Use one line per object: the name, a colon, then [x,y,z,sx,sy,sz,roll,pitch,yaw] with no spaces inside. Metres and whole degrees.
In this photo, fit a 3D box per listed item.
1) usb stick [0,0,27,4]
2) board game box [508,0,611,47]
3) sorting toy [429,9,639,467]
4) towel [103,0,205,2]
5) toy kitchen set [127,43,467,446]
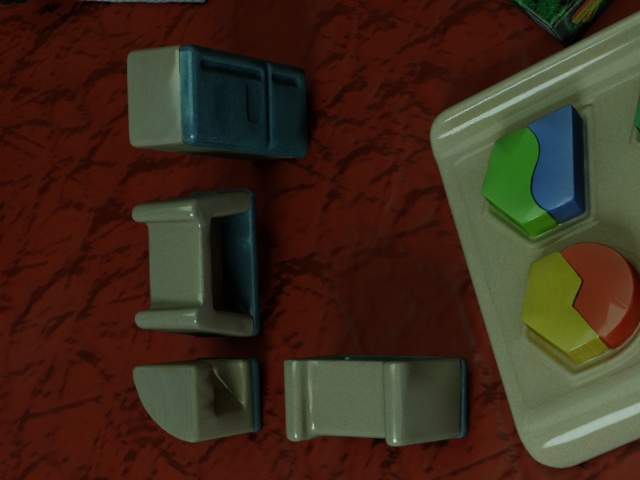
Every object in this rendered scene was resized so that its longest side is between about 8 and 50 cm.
usb stick: [-0.112,-0.248,0.960,0.278,0.045,0.077,-31,64,19]
board game box: [0.178,-0.241,0.835,0.260,0.030,0.136,-48,56,5]
sorting toy: [0.159,-0.016,0.743,0.193,0.038,0.208,-26,59,19]
towel: [-0.128,-0.323,1.045,0.243,0.040,0.336,8,74,34]
toy kitchen set: [0.000,0.000,0.805,0.166,0.122,0.207,-2,89,30]
